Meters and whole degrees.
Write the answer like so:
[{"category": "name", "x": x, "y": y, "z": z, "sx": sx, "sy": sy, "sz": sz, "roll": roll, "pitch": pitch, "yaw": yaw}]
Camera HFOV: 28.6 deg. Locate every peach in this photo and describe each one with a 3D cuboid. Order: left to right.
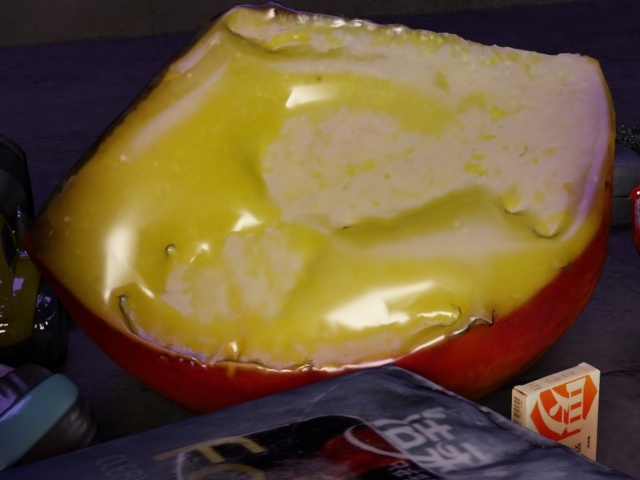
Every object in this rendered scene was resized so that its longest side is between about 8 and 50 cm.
[{"category": "peach", "x": 0.000, "y": 0.000, "z": 0.889, "sx": 0.380, "sy": 0.242, "sz": 0.306, "roll": 8, "pitch": 62, "yaw": 3}]

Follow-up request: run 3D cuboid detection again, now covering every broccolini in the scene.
[{"category": "broccolini", "x": 0.321, "y": -0.121, "z": 1.519, "sx": 0.074, "sy": 0.058, "sz": 0.201, "roll": -6, "pitch": 18, "yaw": -32}]

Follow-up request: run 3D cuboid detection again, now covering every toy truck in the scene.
[{"category": "toy truck", "x": -0.279, "y": 0.010, "z": 1.030, "sx": 0.147, "sy": 0.165, "sz": 0.224, "roll": -4, "pitch": 18, "yaw": -4}]

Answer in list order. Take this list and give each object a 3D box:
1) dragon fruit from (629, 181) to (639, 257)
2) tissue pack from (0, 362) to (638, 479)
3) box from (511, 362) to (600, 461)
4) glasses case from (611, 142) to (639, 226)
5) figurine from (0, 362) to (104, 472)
[{"category": "dragon fruit", "x": 0.348, "y": -0.011, "z": 0.913, "sx": 0.227, "sy": 0.224, "sz": 0.224, "roll": 16, "pitch": 15, "yaw": -10}, {"category": "tissue pack", "x": -0.052, "y": 0.170, "z": 0.572, "sx": 0.361, "sy": 0.122, "sz": 0.259, "roll": -13, "pitch": 17, "yaw": -23}, {"category": "box", "x": 0.136, "y": 0.122, "z": 0.730, "sx": 0.058, "sy": 0.093, "sz": 0.015, "roll": -13, "pitch": 23, "yaw": -30}, {"category": "glasses case", "x": 0.174, "y": -0.055, "z": 1.311, "sx": 0.323, "sy": 0.074, "sz": 0.131, "roll": -3, "pitch": 16, "yaw": 0}, {"category": "figurine", "x": -0.237, "y": 0.128, "z": 0.764, "sx": 0.245, "sy": 0.110, "sz": 0.138, "roll": 8, "pitch": 60, "yaw": 41}]
